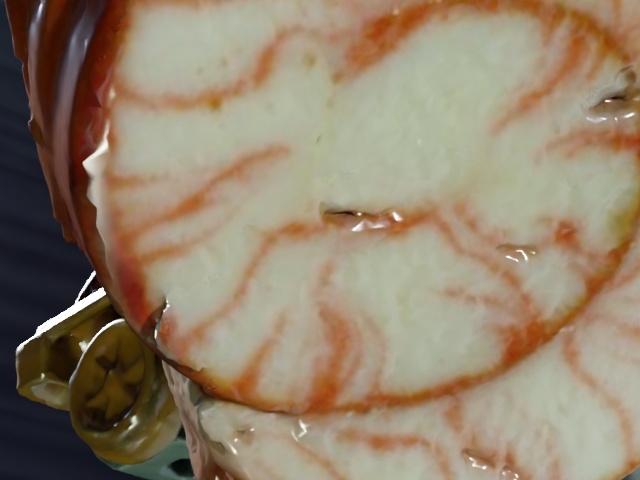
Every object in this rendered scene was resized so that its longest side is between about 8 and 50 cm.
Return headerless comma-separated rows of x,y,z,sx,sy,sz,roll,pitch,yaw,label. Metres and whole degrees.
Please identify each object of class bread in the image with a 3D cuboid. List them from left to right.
0.046,-0.045,0.720,0.295,0.327,0.114,-27,31,-7,bread

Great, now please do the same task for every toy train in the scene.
0.000,0.000,1.019,0.369,0.163,0.231,-31,50,34,toy train
